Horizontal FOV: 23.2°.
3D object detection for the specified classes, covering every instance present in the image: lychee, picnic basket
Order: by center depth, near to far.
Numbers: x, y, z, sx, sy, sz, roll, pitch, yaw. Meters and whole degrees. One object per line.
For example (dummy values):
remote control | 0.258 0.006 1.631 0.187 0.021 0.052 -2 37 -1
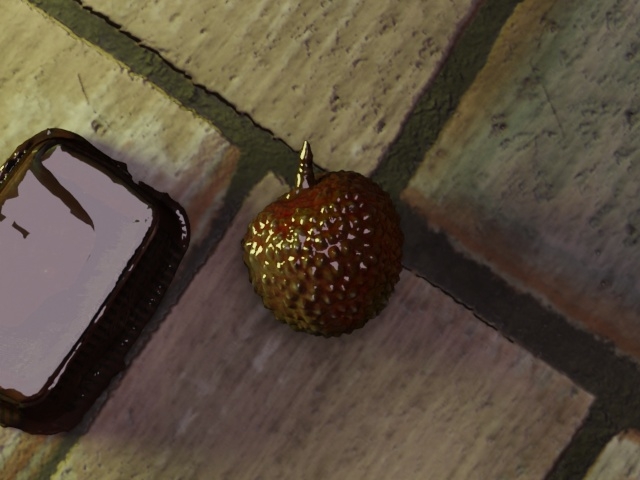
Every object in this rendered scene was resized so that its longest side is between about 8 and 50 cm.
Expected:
picnic basket | -0.271 0.041 1.540 0.222 0.129 0.296 33 83 -3
lychee | 0.000 0.000 1.555 0.165 0.165 0.197 -26 103 -8
